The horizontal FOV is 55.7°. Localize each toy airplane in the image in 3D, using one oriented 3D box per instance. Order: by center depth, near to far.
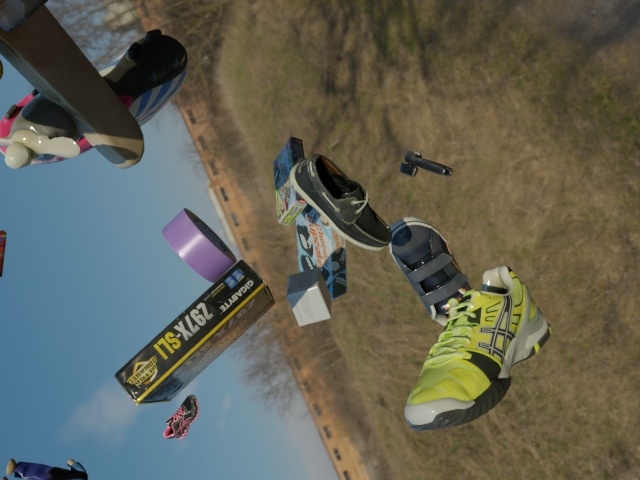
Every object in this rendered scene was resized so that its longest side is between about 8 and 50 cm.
[{"bbox_3d":[-0.370,-0.259,0.608,0.386,0.272,0.384,61,-166,12],"label":"toy airplane"}]

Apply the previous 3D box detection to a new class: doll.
[{"bbox_3d":[-0.515,0.479,1.175,0.129,0.189,0.046,-89,15,-50],"label":"doll"}]

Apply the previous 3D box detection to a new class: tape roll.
[{"bbox_3d":[-0.302,0.013,1.523,0.189,0.080,0.189,47,180,0],"label":"tape roll"}]

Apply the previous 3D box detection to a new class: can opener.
[{"bbox_3d":[0.289,-0.201,1.639,0.186,0.059,0.073,24,114,52],"label":"can opener"}]

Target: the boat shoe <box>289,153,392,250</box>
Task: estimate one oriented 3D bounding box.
[{"bbox_3d":[0.051,-0.066,1.106,0.233,0.079,0.084,41,-133,-18],"label":"boat shoe"}]

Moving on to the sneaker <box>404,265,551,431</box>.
[{"bbox_3d":[0.234,0.168,0.974,0.384,0.145,0.147,-30,-86,-48],"label":"sneaker"}]

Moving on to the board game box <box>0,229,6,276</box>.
[{"bbox_3d":[-1.010,0.049,1.643,0.027,0.281,0.145,39,120,36],"label":"board game box"}]

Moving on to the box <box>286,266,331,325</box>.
[{"bbox_3d":[-0.028,0.141,1.530,0.102,0.087,0.101,-85,-24,-62],"label":"box"}]

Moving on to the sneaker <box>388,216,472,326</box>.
[{"bbox_3d":[0.267,0.084,1.387,0.321,0.126,0.127,50,-167,-33],"label":"sneaker"}]

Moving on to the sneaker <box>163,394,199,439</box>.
[{"bbox_3d":[-0.311,0.394,1.341,0.057,0.119,0.047,9,-158,-47],"label":"sneaker"}]

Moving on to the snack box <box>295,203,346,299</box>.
[{"bbox_3d":[0.000,0.000,1.799,0.187,0.060,0.322,39,143,42],"label":"snack box"}]

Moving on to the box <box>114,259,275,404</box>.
[{"bbox_3d":[-0.239,0.193,1.237,0.079,0.322,0.257,45,170,11],"label":"box"}]

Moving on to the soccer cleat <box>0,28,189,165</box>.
[{"bbox_3d":[-0.334,-0.197,0.941,0.116,0.331,0.143,45,151,5],"label":"soccer cleat"}]

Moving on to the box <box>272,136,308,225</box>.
[{"bbox_3d":[-0.077,-0.155,1.566,0.114,0.036,0.207,-49,39,43],"label":"box"}]
